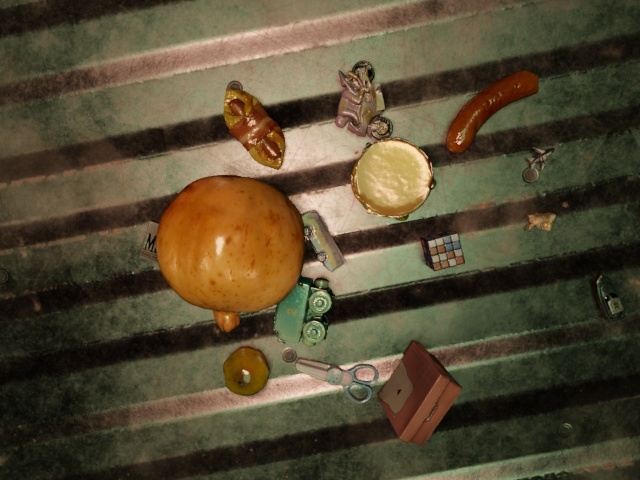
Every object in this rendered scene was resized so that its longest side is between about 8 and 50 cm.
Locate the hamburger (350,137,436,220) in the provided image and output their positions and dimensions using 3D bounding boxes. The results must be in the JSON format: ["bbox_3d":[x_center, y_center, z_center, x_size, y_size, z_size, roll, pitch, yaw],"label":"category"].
[{"bbox_3d":[0.200,-0.164,1.255,0.236,0.149,0.238,0,92,8],"label":"hamburger"}]

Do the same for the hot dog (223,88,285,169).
[{"bbox_3d":[-0.187,-0.316,1.263,0.123,0.093,0.261,-43,95,5],"label":"hot dog"}]

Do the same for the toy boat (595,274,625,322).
[{"bbox_3d":[0.849,0.168,1.338,0.055,0.060,0.141,-20,93,4],"label":"toy boat"}]

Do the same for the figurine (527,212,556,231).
[{"bbox_3d":[0.644,-0.053,1.322,0.083,0.047,0.051,-4,111,-7],"label":"figurine"}]

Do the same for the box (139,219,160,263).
[{"bbox_3d":[-0.429,0.022,1.329,0.177,0.036,0.115,20,95,-2],"label":"box"}]

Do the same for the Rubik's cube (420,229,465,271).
[{"bbox_3d":[0.349,0.027,1.302,0.092,0.092,0.092,-15,96,1],"label":"Rubik's cube"}]

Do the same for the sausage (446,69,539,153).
[{"bbox_3d":[0.467,-0.367,1.266,0.302,0.076,0.103,-38,94,4],"label":"sausage"}]

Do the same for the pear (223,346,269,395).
[{"bbox_3d":[-0.221,0.392,1.339,0.140,0.104,0.141,0,96,-4],"label":"pear"}]

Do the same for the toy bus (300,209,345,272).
[{"bbox_3d":[0.000,0.000,1.314,0.075,0.064,0.191,-30,95,-3],"label":"toy bus"}]

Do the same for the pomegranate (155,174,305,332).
[{"bbox_3d":[-0.225,0.038,1.170,0.409,0.410,0.411,0,96,0],"label":"pomegranate"}]

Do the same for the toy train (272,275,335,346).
[{"bbox_3d":[-0.048,0.202,1.316,0.162,0.112,0.204,12,96,5],"label":"toy train"}]

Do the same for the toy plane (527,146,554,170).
[{"bbox_3d":[0.638,-0.242,1.304,0.083,0.031,0.079,-29,111,5],"label":"toy plane"}]

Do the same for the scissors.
[{"bbox_3d":[0.045,0.410,1.375,0.255,0.030,0.125,17,97,-5],"label":"scissors"}]

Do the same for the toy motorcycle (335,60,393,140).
[{"bbox_3d":[0.105,-0.376,1.268,0.152,0.073,0.225,-19,97,5],"label":"toy motorcycle"}]

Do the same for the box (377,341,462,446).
[{"bbox_3d":[0.277,0.431,1.289,0.086,0.215,0.215,30,95,-14],"label":"box"}]
